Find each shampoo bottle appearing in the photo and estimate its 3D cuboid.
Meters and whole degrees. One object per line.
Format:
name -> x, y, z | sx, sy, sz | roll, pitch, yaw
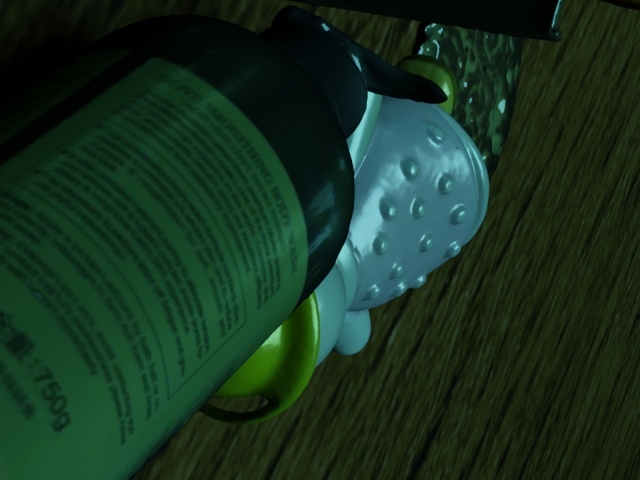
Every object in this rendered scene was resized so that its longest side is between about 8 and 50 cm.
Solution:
shampoo bottle -> -0.058, 0.000, 0.482 | 0.284, 0.101, 0.101 | -46, 141, -49

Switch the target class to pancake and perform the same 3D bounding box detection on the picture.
pancake -> 0.058, -0.081, 0.785 | 0.184, 0.020, 0.191 | 45, 60, -62

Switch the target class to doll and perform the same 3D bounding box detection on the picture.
doll -> 0.000, 0.000, 0.628 | 0.207, 0.081, 0.129 | -43, 144, -46

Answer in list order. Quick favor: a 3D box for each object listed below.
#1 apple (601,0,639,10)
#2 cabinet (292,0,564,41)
apple -> 0.163, -0.195, 0.772 | 0.199, 0.199, 0.199 | -40, 136, -53
cabinet -> 0.013, -0.187, 0.482 | 0.175, 0.148, 0.215 | 23, 82, -65
